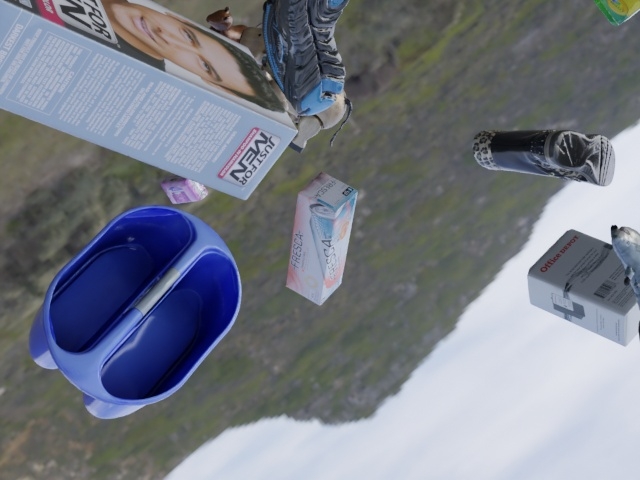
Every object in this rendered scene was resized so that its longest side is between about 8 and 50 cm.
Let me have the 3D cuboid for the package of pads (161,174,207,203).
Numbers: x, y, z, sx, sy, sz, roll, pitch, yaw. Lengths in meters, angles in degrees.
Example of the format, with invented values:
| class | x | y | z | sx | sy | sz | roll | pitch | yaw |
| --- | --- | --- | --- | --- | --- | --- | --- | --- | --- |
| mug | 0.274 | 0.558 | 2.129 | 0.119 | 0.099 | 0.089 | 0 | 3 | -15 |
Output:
| class | x | y | z | sx | sy | sz | roll | pitch | yaw |
| --- | --- | --- | --- | --- | --- | --- | --- | --- | --- |
| package of pads | -0.247 | -0.094 | 2.068 | 0.083 | 0.050 | 0.032 | -4 | -146 | 47 |

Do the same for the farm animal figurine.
| class | x | y | z | sx | sy | sz | roll | pitch | yaw |
| --- | --- | --- | --- | --- | --- | --- | --- | --- | --- |
| farm animal figurine | -0.087 | -0.277 | 1.989 | 0.172 | 0.326 | 0.330 | -48 | -150 | 40 |

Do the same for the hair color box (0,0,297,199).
| class | x | y | z | sx | sy | sz | roll | pitch | yaw |
| --- | --- | --- | --- | --- | --- | --- | --- | --- | --- |
| hair color box | -0.222 | -0.190 | 1.229 | 0.113 | 0.374 | 0.185 | -50 | -137 | 21 |

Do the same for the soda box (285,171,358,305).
| class | x | y | z | sx | sy | sz | roll | pitch | yaw |
| --- | --- | --- | --- | --- | --- | --- | --- | --- | --- |
| soda box | 0.000 | 0.000 | 1.550 | 0.058 | 0.063 | 0.183 | -45 | 154 | -40 |

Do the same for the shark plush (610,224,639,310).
| class | x | y | z | sx | sy | sz | roll | pitch | yaw |
| --- | --- | --- | --- | --- | --- | --- | --- | --- | --- |
| shark plush | 0.473 | 0.042 | 1.755 | 0.073 | 0.161 | 0.067 | 12 | -138 | 27 |

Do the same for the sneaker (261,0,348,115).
| class | x | y | z | sx | sy | sz | roll | pitch | yaw |
| --- | --- | --- | --- | --- | --- | --- | --- | --- | --- |
| sneaker | -0.037 | -0.342 | 1.680 | 0.125 | 0.139 | 0.341 | -26 | 145 | -29 |

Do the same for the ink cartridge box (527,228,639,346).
| class | x | y | z | sx | sy | sz | roll | pitch | yaw |
| --- | --- | --- | --- | --- | --- | --- | --- | --- | --- |
| ink cartridge box | 0.503 | 0.082 | 2.074 | 0.208 | 0.087 | 0.153 | 26 | -127 | 36 |

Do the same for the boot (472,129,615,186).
| class | x | y | z | sx | sy | sz | roll | pitch | yaw |
| --- | --- | --- | --- | --- | --- | --- | --- | --- | --- |
| boot | 0.393 | -0.149 | 1.982 | 0.178 | 0.085 | 0.236 | 6 | 177 | 40 |

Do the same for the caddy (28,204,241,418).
| class | x | y | z | sx | sy | sz | roll | pitch | yaw |
| --- | --- | --- | --- | --- | --- | --- | --- | --- | --- |
| caddy | -0.271 | 0.102 | 1.695 | 0.341 | 0.241 | 0.179 | -51 | -172 | -37 |

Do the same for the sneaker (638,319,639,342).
| class | x | y | z | sx | sy | sz | roll | pitch | yaw |
| --- | --- | --- | --- | --- | --- | --- | --- | --- | --- |
| sneaker | 0.559 | 0.201 | 1.698 | 0.118 | 0.222 | 0.083 | -1 | 137 | -48 |

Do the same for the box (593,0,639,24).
| class | x | y | z | sx | sy | sz | roll | pitch | yaw |
| --- | --- | --- | --- | --- | --- | --- | --- | --- | --- |
| box | 0.426 | -0.373 | 1.540 | 0.043 | 0.105 | 0.179 | -35 | 176 | -40 |
